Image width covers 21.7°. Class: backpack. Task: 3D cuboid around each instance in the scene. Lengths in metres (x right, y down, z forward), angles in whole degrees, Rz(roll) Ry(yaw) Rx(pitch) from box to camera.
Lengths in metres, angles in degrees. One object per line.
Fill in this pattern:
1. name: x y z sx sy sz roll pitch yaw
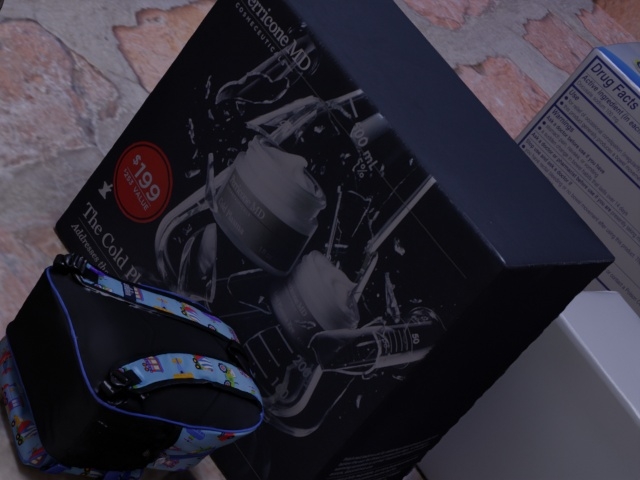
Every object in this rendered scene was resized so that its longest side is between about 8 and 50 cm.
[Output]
1. backpack: -0.136 0.105 1.243 0.173 0.117 0.158 15 34 -40

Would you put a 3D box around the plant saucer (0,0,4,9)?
1. plant saucer: -0.423 -0.312 1.625 0.278 0.041 0.278 31 28 -18

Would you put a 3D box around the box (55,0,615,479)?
1. box: 0.000 0.000 1.372 0.179 0.312 0.343 -1 46 -54

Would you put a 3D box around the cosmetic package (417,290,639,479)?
1. cosmetic package: 0.271 0.249 1.457 0.156 0.217 0.385 5 44 -50

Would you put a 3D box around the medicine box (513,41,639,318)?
1. medicine box: 0.340 -0.035 1.917 0.263 0.289 0.149 47 26 13
